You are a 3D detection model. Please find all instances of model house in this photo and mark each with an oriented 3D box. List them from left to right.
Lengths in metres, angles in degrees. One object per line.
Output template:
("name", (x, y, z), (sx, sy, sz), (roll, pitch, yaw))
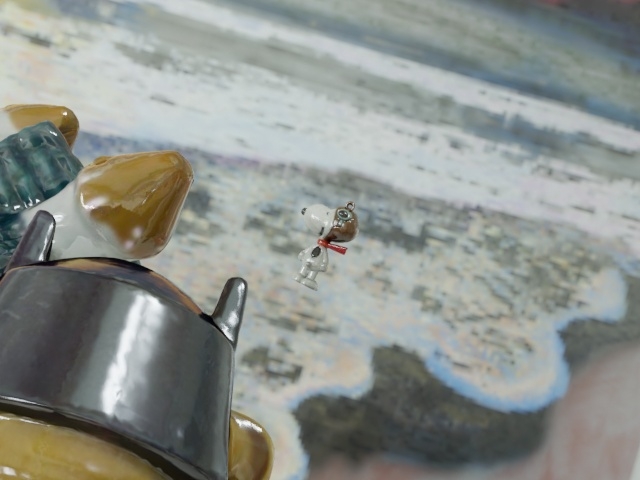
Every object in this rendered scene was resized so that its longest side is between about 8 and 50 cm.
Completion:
("model house", (-0.215, -0.006, 0.801), (0.300, 0.190, 0.271), (-29, -1, 17))

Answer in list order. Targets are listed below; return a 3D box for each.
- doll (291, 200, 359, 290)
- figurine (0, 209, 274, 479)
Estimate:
("doll", (0.005, 0.004, 1.266), (0.058, 0.085, 0.040), (6, -6, 22))
("figurine", (-0.119, 0.125, 0.617), (0.308, 0.309, 0.143), (12, -20, -39))
